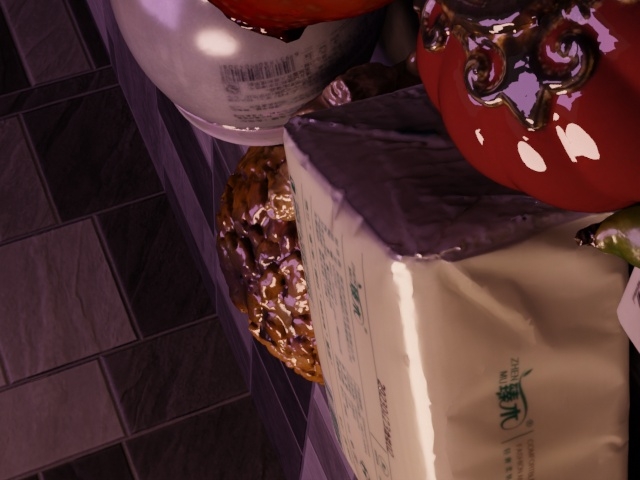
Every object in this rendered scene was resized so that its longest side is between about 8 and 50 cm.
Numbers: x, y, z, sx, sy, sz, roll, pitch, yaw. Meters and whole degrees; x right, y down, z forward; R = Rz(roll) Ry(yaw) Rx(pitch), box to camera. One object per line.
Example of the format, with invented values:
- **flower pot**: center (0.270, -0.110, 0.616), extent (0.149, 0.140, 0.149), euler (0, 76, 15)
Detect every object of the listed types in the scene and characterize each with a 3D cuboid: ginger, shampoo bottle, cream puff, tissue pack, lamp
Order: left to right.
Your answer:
- **shampoo bottle**: center (-0.068, -0.249, 1.180), extent (0.266, 0.273, 0.273), euler (83, 163, -65)
- **cream puff**: center (0.000, 0.000, 1.330), extent (0.327, 0.231, 0.343), euler (93, 154, -63)
- **ginger**: center (0.030, -0.106, 1.120), extent (0.074, 0.213, 0.137), euler (58, 173, 42)
- **tissue pack**: center (0.118, 0.085, 1.035), extent (0.297, 0.207, 0.380), euler (-126, 23, -54)
- **lamp**: center (0.160, -0.125, 0.648), extent (0.227, 0.227, 0.227), euler (161, 90, -76)

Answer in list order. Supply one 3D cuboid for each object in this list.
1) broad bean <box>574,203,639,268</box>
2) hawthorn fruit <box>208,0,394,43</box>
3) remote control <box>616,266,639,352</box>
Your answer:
- **broad bean**: center (0.258, 0.029, 0.700), extent (0.256, 0.052, 0.052), euler (32, 148, 46)
- **hawthorn fruit**: center (-0.006, -0.297, 0.884), extent (0.316, 0.316, 0.316), euler (161, 90, -76)
- **remote control**: center (0.287, 0.121, 0.760), extent (0.103, 0.055, 0.277), euler (92, 156, -55)
